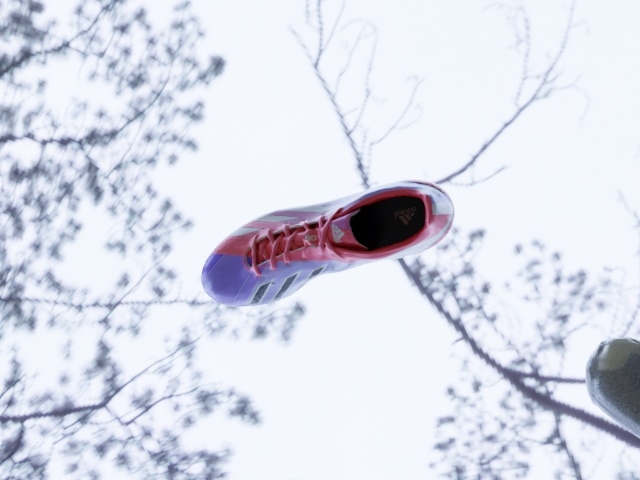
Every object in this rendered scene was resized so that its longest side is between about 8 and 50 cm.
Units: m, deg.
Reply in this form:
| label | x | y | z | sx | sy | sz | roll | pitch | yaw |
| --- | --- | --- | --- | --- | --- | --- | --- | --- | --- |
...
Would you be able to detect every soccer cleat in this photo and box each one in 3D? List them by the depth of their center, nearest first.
| label | x | y | z | sx | sy | sz | roll | pitch | yaw |
| --- | --- | --- | --- | --- | --- | --- | --- | --- | --- |
| soccer cleat | 0.000 | 0.000 | 1.183 | 0.248 | 0.095 | 0.083 | -15 | -96 | 12 |

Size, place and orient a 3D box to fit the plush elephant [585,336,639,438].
| label | x | y | z | sx | sy | sz | roll | pitch | yaw |
| --- | --- | --- | --- | --- | --- | --- | --- | --- | --- |
| plush elephant | 0.429 | 0.130 | 1.090 | 0.255 | 0.330 | 0.272 | -52 | -48 | -5 |
